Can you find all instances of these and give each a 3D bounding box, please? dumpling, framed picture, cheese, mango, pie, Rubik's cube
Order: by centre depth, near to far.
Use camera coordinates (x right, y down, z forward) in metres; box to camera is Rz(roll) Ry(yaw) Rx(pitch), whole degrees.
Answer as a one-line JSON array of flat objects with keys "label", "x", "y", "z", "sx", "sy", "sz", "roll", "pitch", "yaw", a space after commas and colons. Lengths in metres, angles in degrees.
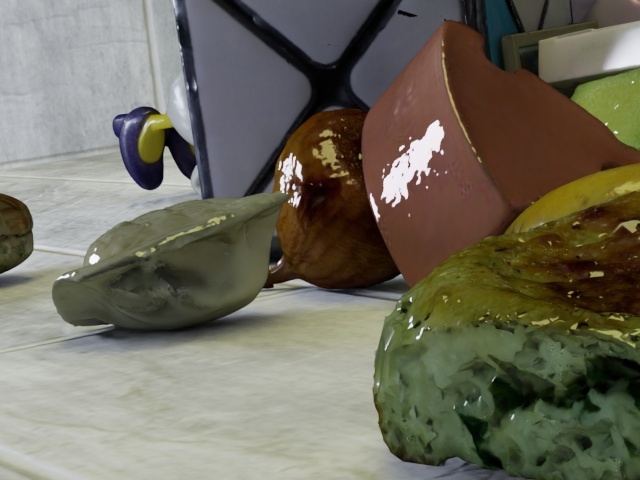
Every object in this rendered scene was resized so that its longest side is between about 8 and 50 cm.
[{"label": "pie", "x": 0.182, "y": 0.040, "z": 0.924, "sx": 0.355, "sy": 0.103, "sz": 0.288, "roll": 3, "pitch": 18, "yaw": 44}, {"label": "mango", "x": 0.194, "y": 0.004, "z": 1.238, "sx": 0.137, "sy": 0.098, "sz": 0.195, "roll": -10, "pitch": -4, "yaw": -25}, {"label": "dumpling", "x": -0.110, "y": 0.020, "z": 1.394, "sx": 0.176, "sy": 0.092, "sz": 0.150, "roll": -5, "pitch": 4, "yaw": 20}, {"label": "cheese", "x": 0.120, "y": -0.070, "z": 1.416, "sx": 0.203, "sy": 0.177, "sz": 0.128, "roll": -16, "pitch": -26, "yaw": -49}, {"label": "framed picture", "x": 0.224, "y": -0.106, "z": 1.733, "sx": 0.016, "sy": 0.184, "sz": 0.250, "roll": -5, "pitch": 6, "yaw": 26}, {"label": "Rubik's cube", "x": 0.068, "y": -0.147, "z": 1.784, "sx": 0.310, "sy": 0.305, "sz": 0.307, "roll": -6, "pitch": 4, "yaw": 24}]

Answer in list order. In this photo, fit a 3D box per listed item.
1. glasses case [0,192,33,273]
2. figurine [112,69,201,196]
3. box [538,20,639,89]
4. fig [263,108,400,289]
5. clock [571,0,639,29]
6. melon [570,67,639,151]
[{"label": "glasses case", "x": -0.461, "y": 0.020, "z": 1.722, "sx": 0.425, "sy": 0.098, "sz": 0.156, "roll": -12, "pitch": 11, "yaw": -39}, {"label": "figurine", "x": -0.090, "y": -0.147, "z": 2.350, "sx": 0.154, "sy": 0.193, "sz": 0.421, "roll": -9, "pitch": 11, "yaw": -42}, {"label": "box", "x": 0.373, "y": -0.154, "z": 1.626, "sx": 0.273, "sy": 0.048, "sz": 0.265, "roll": 4, "pitch": -6, "yaw": -37}, {"label": "fig", "x": 0.000, "y": 0.000, "z": 1.510, "sx": 0.134, "sy": 0.201, "sz": 0.146, "roll": 28, "pitch": 29, "yaw": -24}, {"label": "clock", "x": 0.359, "y": -0.197, "z": 1.981, "sx": 0.295, "sy": 0.113, "sz": 0.322, "roll": 38, "pitch": 13, "yaw": 19}, {"label": "melon", "x": 0.360, "y": -0.072, "z": 1.592, "sx": 0.323, "sy": 0.124, "sz": 0.196, "roll": 5, "pitch": 1, "yaw": -25}]
